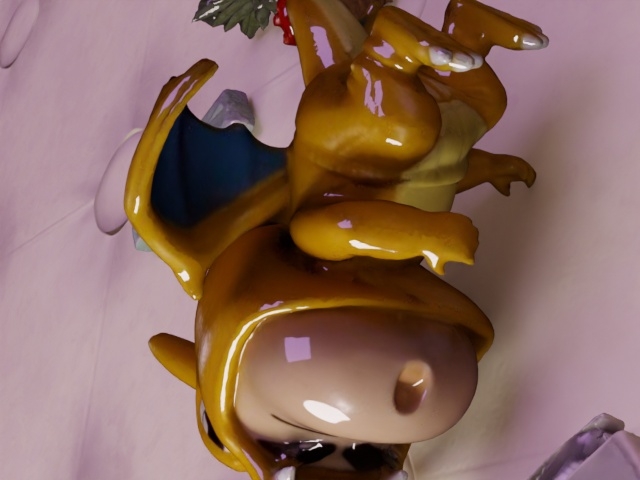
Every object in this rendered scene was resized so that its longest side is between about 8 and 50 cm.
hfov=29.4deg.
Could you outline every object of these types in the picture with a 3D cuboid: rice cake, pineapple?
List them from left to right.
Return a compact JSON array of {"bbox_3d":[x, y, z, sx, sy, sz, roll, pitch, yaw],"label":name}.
[{"bbox_3d":[-0.150,-0.083,1.402,0.222,0.042,0.080,-47,33,29],"label":"rice cake"},{"bbox_3d":[-0.034,-0.272,1.294,0.277,0.130,0.119,13,111,55],"label":"pineapple"}]

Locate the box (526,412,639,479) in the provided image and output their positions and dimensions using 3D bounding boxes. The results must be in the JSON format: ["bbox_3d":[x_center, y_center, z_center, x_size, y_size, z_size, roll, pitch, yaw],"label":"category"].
[{"bbox_3d":[0.212,0.255,0.560,0.145,0.173,0.333,-51,36,22],"label":"box"}]

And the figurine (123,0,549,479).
[{"bbox_3d":[0.019,-0.008,0.940,0.401,0.268,0.387,-61,-10,-67],"label":"figurine"}]
